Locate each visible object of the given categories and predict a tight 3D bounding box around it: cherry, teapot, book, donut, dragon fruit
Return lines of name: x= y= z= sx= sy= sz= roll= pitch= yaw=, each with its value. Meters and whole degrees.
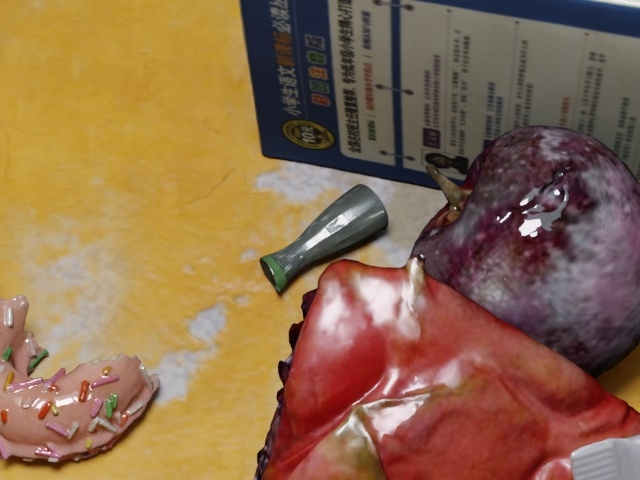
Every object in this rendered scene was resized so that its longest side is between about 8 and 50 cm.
cherry: x=0.166 y=0.014 z=1.296 sx=0.195 sy=0.195 sz=0.195 roll=0 pitch=56 yaw=1
teapot: x=0.000 y=0.000 z=1.395 sx=0.110 sy=0.043 sz=0.043 roll=-34 pitch=62 yaw=-18
book: x=0.151 y=-0.111 z=1.315 sx=0.428 sy=0.300 sz=0.039 roll=12 pitch=63 yaw=8
donut: x=-0.215 y=0.109 z=1.309 sx=0.166 sy=0.065 sz=0.117 roll=17 pitch=57 yaw=14
dragon fruit: x=0.102 y=0.199 z=1.137 sx=0.329 sy=0.286 sz=0.228 roll=19 pitch=54 yaw=2

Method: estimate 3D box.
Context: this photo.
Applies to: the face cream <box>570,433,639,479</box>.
face cream: x=0.364 y=0.176 z=1.179 sx=0.420 sy=0.235 sz=0.137 roll=-18 pitch=22 yaw=-16
